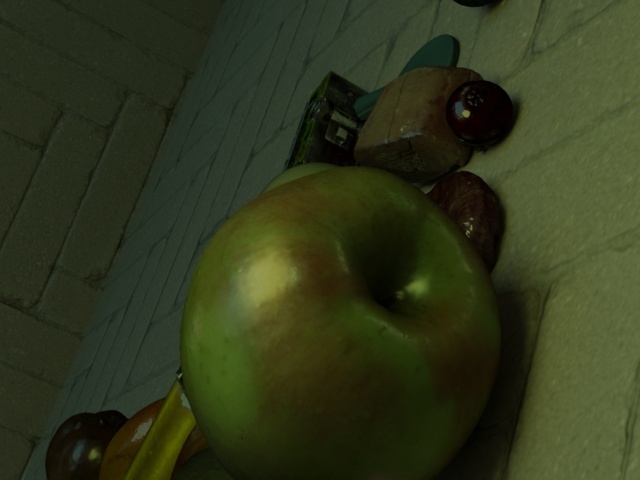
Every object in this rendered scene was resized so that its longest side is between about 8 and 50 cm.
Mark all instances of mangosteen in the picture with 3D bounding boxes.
[{"bbox_3d":[0.188,-0.151,1.365,0.081,0.081,0.081,-53,19,29],"label":"mangosteen"}]

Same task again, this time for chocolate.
[{"bbox_3d":[-0.235,0.369,1.688,0.445,0.162,0.162,-56,18,25],"label":"chocolate"}]

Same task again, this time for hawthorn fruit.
[{"bbox_3d":[-0.385,0.427,2.018,0.208,0.208,0.248,-127,49,-71],"label":"hawthorn fruit"}]

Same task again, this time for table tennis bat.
[{"bbox_3d":[0.125,-0.228,1.720,0.244,0.040,0.153,-20,43,58],"label":"table tennis bat"}]

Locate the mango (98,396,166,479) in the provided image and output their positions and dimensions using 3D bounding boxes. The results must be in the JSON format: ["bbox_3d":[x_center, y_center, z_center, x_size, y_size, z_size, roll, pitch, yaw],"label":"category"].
[{"bbox_3d":[-0.255,0.344,1.816,0.252,0.154,0.126,-44,13,13],"label":"mango"}]

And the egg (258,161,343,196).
[{"bbox_3d":[0.000,0.000,1.501,0.186,0.186,0.241,-54,29,26],"label":"egg"}]

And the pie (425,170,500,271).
[{"bbox_3d":[0.132,0.021,1.316,0.218,0.054,0.204,-48,23,46],"label":"pie"}]

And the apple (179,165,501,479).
[{"bbox_3d":[0.013,0.104,1.113,0.277,0.319,0.319,-47,23,50],"label":"apple"}]

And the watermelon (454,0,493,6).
[{"bbox_3d":[0.207,-0.368,1.564,0.105,0.105,0.133,-47,2,41],"label":"watermelon"}]

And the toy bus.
[{"bbox_3d":[-0.003,-0.119,1.826,0.139,0.113,0.301,-42,24,50],"label":"toy bus"}]

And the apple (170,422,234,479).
[{"bbox_3d":[-0.064,0.259,1.412,0.346,0.254,0.179,-47,64,42],"label":"apple"}]

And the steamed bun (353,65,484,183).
[{"bbox_3d":[0.136,-0.150,1.480,0.175,0.106,0.145,-10,49,52],"label":"steamed bun"}]
